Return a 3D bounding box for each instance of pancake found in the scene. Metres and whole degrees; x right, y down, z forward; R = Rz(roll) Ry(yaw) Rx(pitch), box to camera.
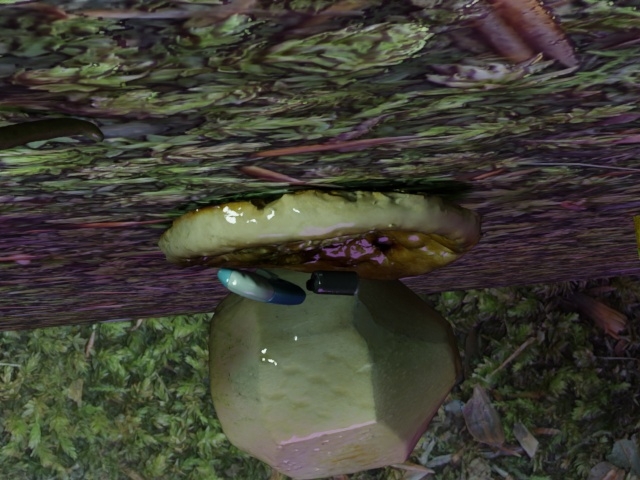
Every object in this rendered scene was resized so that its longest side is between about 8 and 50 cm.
[{"bbox_3d":[0.000,-0.002,1.270,0.356,0.065,0.356,-4,171,-1],"label":"pancake"}]

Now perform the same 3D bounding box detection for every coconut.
[{"bbox_3d":[0.027,0.168,1.768,0.353,0.352,0.352,-6,174,-1],"label":"coconut"}]

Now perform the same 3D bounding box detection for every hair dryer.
[{"bbox_3d":[0.003,0.044,1.308,0.047,0.026,0.083,5,176,-24],"label":"hair dryer"}]

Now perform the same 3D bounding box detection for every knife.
[{"bbox_3d":[-0.055,0.046,1.295,0.064,0.031,0.222,22,180,12],"label":"knife"}]

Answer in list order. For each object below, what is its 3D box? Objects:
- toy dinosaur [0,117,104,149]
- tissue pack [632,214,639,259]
[{"bbox_3d":[-0.251,-0.052,0.649,0.251,0.072,0.200,-17,-175,-4],"label":"toy dinosaur"},{"bbox_3d":[0.486,-0.019,1.567,0.095,0.062,0.176,-5,174,-22],"label":"tissue pack"}]
